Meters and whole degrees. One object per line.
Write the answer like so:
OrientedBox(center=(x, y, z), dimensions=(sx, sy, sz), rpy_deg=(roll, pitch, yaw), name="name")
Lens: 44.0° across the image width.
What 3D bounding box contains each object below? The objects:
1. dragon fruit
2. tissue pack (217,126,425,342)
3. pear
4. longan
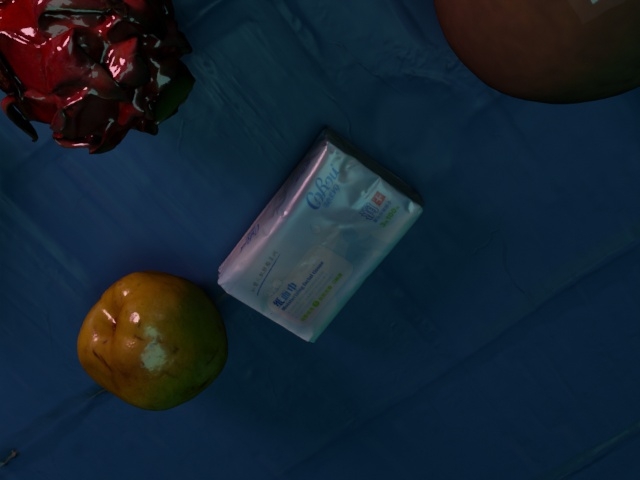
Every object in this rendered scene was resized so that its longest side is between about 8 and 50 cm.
OrientedBox(center=(-0.284, -0.227, 0.883), dimensions=(0.293, 0.234, 0.234), rpy_deg=(20, 112, -22), name="dragon fruit")
OrientedBox(center=(0.000, 0.000, 1.103), dimensions=(0.177, 0.089, 0.263), rpy_deg=(33, 107, -18), name="tissue pack")
OrientedBox(center=(-0.224, 0.139, 1.094), dimensions=(0.200, 0.200, 0.200), rpy_deg=(-3, 116, -6), name="pear")
OrientedBox(center=(0.267, -0.320, 0.834), dimensions=(0.361, 0.361, 0.361), rpy_deg=(-3, 116, -6), name="longan")
